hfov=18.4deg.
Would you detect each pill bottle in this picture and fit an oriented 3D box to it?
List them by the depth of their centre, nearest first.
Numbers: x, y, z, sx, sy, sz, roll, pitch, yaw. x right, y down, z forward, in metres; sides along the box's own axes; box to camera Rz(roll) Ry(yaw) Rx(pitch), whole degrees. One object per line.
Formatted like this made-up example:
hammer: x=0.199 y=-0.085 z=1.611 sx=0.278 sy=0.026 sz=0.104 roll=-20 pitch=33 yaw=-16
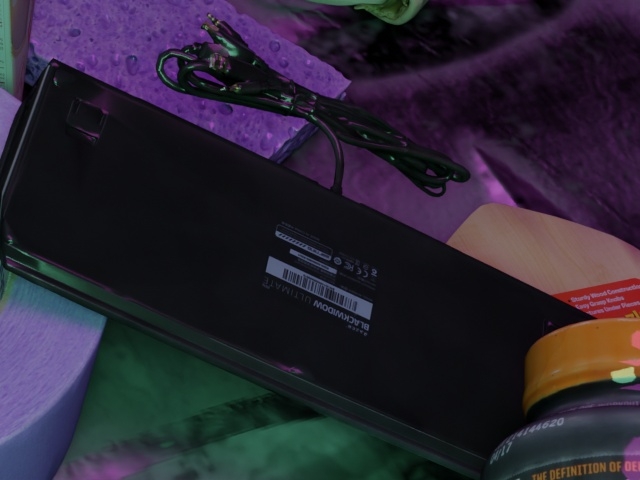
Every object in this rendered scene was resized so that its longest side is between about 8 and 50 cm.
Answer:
pill bottle: x=0.132 y=0.159 z=0.842 sx=0.130 sy=0.130 sz=0.245 roll=9 pitch=62 yaw=-12

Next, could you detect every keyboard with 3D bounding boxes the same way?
keyboard: x=0.000 y=0.000 z=0.960 sx=0.317 sy=0.033 sz=0.201 roll=26 pitch=48 yaw=-15

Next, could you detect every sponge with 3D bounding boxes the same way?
sponge: x=-0.100 y=-0.107 z=1.111 sx=0.210 sy=0.031 sz=0.117 roll=32 pitch=46 yaw=10

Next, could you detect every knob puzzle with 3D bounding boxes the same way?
knob puzzle: x=0.129 y=0.060 z=1.039 sx=0.213 sy=0.030 sz=0.213 roll=10 pitch=47 yaw=-11

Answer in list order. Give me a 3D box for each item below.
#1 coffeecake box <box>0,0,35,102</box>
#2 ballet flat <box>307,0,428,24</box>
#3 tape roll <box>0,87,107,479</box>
coffeecake box: x=-0.179 y=-0.167 z=0.994 sx=0.068 sy=0.185 sz=0.142 roll=5 pitch=58 yaw=-5
ballet flat: x=-0.040 y=-0.198 z=1.190 sx=0.248 sy=0.086 sz=0.086 roll=23 pitch=45 yaw=1
tape roll: x=-0.237 y=0.025 z=0.900 sx=0.275 sy=0.090 sz=0.275 roll=10 pitch=46 yaw=-10
